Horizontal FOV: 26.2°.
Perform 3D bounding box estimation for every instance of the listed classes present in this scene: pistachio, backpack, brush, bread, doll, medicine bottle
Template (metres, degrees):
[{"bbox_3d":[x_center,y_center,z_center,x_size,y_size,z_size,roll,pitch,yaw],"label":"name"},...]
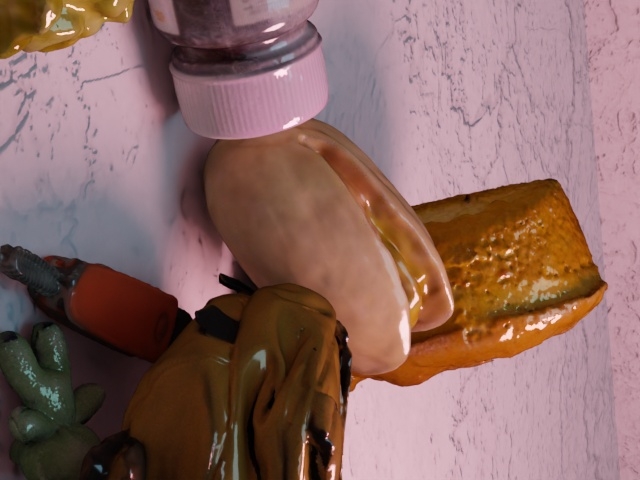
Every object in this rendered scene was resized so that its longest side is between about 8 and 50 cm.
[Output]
[{"bbox_3d":[0.000,0.000,1.424,0.299,0.187,0.187,53,33,-3],"label":"pistachio"},{"bbox_3d":[-0.077,0.228,1.245,0.353,0.201,0.378,-35,131,-81],"label":"backpack"},{"bbox_3d":[-0.199,0.055,1.240,0.323,0.051,0.070,41,63,-63],"label":"brush"},{"bbox_3d":[0.151,0.048,1.661,0.337,0.358,0.204,54,19,-89],"label":"bread"},{"bbox_3d":[-0.232,0.145,1.162,0.115,0.077,0.150,-13,89,-62],"label":"doll"},{"bbox_3d":[-0.085,-0.247,1.302,0.165,0.165,0.273,-51,139,-51],"label":"medicine bottle"}]

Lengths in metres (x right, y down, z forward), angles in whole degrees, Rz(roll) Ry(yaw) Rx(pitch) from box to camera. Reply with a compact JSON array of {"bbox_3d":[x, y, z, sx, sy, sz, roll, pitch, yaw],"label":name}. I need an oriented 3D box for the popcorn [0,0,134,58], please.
[{"bbox_3d":[-0.224,-0.246,0.985,0.217,0.181,0.235,61,35,-46],"label":"popcorn"}]
